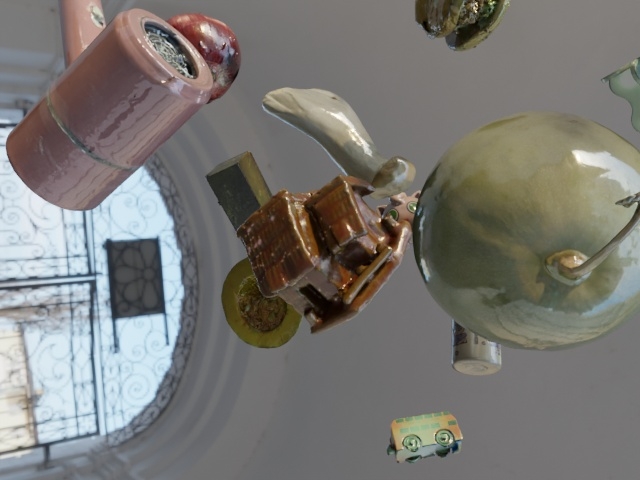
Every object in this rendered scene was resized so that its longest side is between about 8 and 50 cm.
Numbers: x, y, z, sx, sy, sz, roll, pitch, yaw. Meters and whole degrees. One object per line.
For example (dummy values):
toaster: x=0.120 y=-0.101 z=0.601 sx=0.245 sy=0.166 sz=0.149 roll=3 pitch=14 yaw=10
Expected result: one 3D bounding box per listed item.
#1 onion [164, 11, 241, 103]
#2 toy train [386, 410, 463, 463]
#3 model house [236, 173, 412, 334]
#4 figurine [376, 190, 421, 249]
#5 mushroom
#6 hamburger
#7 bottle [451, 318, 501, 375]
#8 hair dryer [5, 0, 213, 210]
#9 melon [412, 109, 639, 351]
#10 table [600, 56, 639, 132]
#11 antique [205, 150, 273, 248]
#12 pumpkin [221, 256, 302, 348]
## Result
onion: x=-0.173 y=-0.250 z=0.877 sx=0.131 sy=0.131 sz=0.131 roll=8 pitch=-80 yaw=57
toy train: x=0.252 y=0.483 z=1.567 sx=0.072 sy=0.188 sz=0.099 roll=85 pitch=-4 yaw=-46
model house: x=0.001 y=0.001 z=1.081 sx=0.199 sy=0.229 sz=0.219 roll=-35 pitch=-154 yaw=35
figurine: x=0.202 y=-0.050 z=1.510 sx=0.125 sy=0.125 sz=0.138 roll=-55 pitch=-140 yaw=44
mushroom: x=0.039 y=-0.193 z=1.266 sx=0.329 sy=0.159 sz=0.122 roll=44 pitch=-35 yaw=24
hamburger: x=0.240 y=-0.404 z=1.046 sx=0.177 sy=0.114 sz=0.185 roll=-90 pitch=-155 yaw=-43
bottle: x=0.315 y=0.165 z=1.314 sx=0.110 sy=0.097 sz=0.209 roll=133 pitch=-31 yaw=-55
hair dryer: x=-0.263 y=-0.227 z=0.756 sx=0.210 sy=0.125 sz=0.352 roll=-37 pitch=-126 yaw=22
melon: x=0.228 y=-0.013 z=0.686 sx=0.272 sy=0.308 sz=0.271 roll=11 pitch=-61 yaw=21
table: x=0.579 y=-0.220 z=1.027 sx=0.198 sy=0.167 sz=0.166 roll=59 pitch=-36 yaw=0
antique: x=-0.135 y=-0.060 z=1.288 sx=0.080 sy=0.081 sz=0.220 roll=-21 pitch=-72 yaw=22
pumpkin: x=-0.114 y=0.141 z=1.474 sx=0.218 sy=0.110 sz=0.217 roll=-1 pitch=-93 yaw=25
